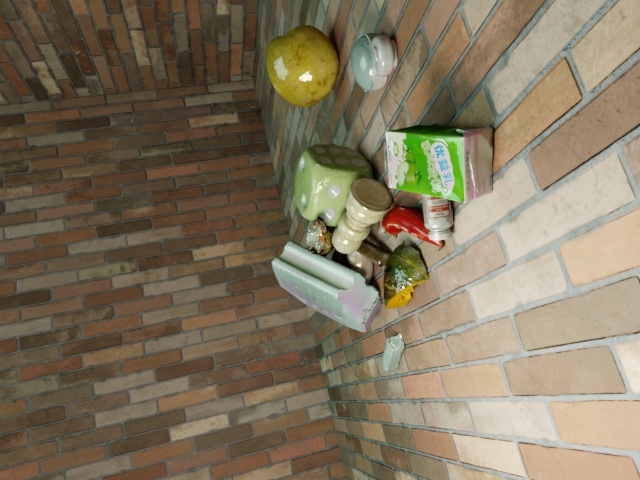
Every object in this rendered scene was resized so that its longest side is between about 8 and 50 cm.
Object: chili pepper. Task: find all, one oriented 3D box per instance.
[{"bbox_3d":[0.271,-0.045,1.618,0.137,0.091,0.368,67,172,-11],"label":"chili pepper"}]

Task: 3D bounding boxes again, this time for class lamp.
[{"bbox_3d":[0.161,-0.576,1.625,0.246,0.107,0.180,-157,54,-74],"label":"lamp"}]

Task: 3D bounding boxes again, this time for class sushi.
[{"bbox_3d":[-0.003,0.002,1.939,0.226,0.103,0.097,69,180,-59],"label":"sushi"}]

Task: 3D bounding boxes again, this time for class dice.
[{"bbox_3d":[0.045,-0.219,1.983,0.254,0.251,0.250,-118,35,-48],"label":"dice"}]

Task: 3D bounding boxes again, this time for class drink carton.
[{"bbox_3d":[0.284,-0.201,1.240,0.271,0.108,0.161,21,125,52],"label":"drink carton"}]

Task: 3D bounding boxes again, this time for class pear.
[{"bbox_3d":[-0.069,-0.715,2.079,0.314,0.314,0.315,170,90,-77],"label":"pear"}]

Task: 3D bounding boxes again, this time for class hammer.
[{"bbox_3d":[0.146,0.014,2.027,0.095,0.242,0.409,46,173,-38],"label":"hammer"}]

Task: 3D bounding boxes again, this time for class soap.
[{"bbox_3d":[0.029,0.199,2.126,0.446,0.156,0.261,24,151,27],"label":"soap"}]

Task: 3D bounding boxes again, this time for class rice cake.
[{"bbox_3d":[0.282,0.446,1.979,0.207,0.063,0.069,95,158,-50],"label":"rice cake"}]

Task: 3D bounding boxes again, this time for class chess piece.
[{"bbox_3d":[0.130,-0.073,1.860,0.300,0.167,0.167,119,142,-46],"label":"chess piece"}]

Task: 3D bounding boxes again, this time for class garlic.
[{"bbox_3d":[0.176,0.115,2.125,0.128,0.148,0.267,-11,83,41],"label":"garlic"}]

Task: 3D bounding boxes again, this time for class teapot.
[{"bbox_3d":[0.124,0.090,2.244,0.178,0.135,0.252,-51,-48,-63],"label":"teapot"}]

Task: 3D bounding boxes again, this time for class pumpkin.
[{"bbox_3d":[0.252,0.121,1.720,0.278,0.111,0.163,106,144,-60],"label":"pumpkin"}]

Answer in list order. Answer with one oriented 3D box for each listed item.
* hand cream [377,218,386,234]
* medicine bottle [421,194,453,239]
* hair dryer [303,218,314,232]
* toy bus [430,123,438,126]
[{"bbox_3d":[0.222,-0.088,1.915,0.057,0.037,0.165,98,163,-53],"label":"hand cream"},{"bbox_3d":[0.322,-0.075,1.386,0.079,0.079,0.140,-154,55,-74],"label":"medicine bottle"},{"bbox_3d":[0.034,-0.203,2.433,0.107,0.173,0.358,-166,85,-71],"label":"hair dryer"},{"bbox_3d":[0.282,-0.247,1.431,0.195,0.081,0.089,116,132,-68],"label":"toy bus"}]
